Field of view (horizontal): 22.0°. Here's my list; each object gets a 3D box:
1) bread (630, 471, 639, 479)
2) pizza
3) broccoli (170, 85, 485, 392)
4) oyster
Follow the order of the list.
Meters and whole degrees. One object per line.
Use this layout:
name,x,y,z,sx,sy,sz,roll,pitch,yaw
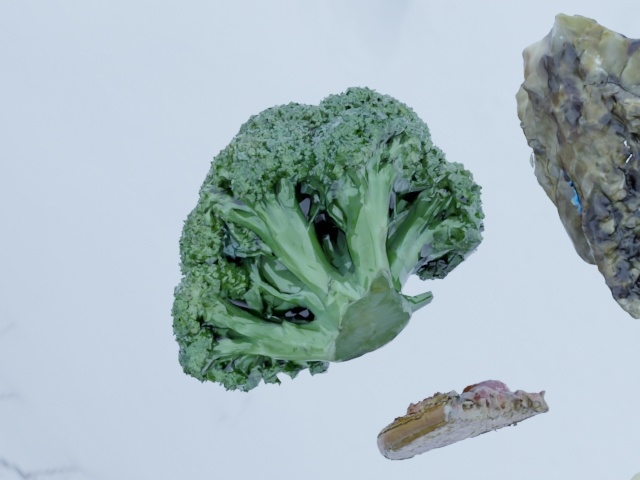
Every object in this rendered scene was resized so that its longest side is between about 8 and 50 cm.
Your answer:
bread,0.343,0.145,1.000,0.263,0.236,0.198,-35,81,46
pizza,0.152,0.187,1.790,0.201,0.193,0.053,-43,59,59
broccoli,-0.001,-0.007,1.921,0.310,0.413,0.321,-170,61,-72
oyster,0.242,-0.070,1.376,0.223,0.083,0.214,33,125,26
